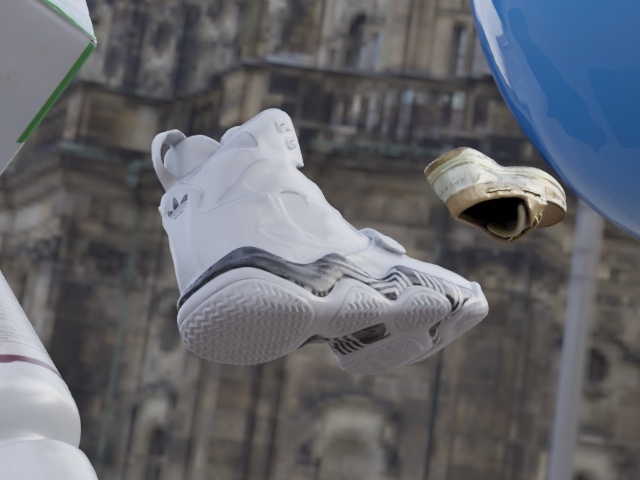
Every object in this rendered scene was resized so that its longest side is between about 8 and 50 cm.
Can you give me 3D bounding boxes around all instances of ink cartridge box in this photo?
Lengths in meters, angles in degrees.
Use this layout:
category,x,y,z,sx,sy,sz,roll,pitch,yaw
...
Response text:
category,x,y,z,sx,sy,sz,roll,pitch,yaw
ink cartridge box,-0.226,-0.120,1.140,0.087,0.153,0.208,34,12,-21

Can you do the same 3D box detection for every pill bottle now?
category,x,y,z,sx,sy,sz,roll,pitch,yaw
pill bottle,-0.194,0.078,0.884,0.121,0.221,0.121,-24,-35,-18

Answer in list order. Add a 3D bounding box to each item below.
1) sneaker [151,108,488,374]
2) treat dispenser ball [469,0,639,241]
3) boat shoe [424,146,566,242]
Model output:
category,x,y,z,sx,sy,sz,roll,pitch,yaw
sneaker,0.000,0.000,1.585,0.365,0.210,0.137,6,-34,-46
treat dispenser ball,0.199,-0.123,0.685,0.288,0.288,0.288,8,-13,2
boat shoe,0.119,-0.022,1.149,0.050,0.045,0.135,-37,-32,32
